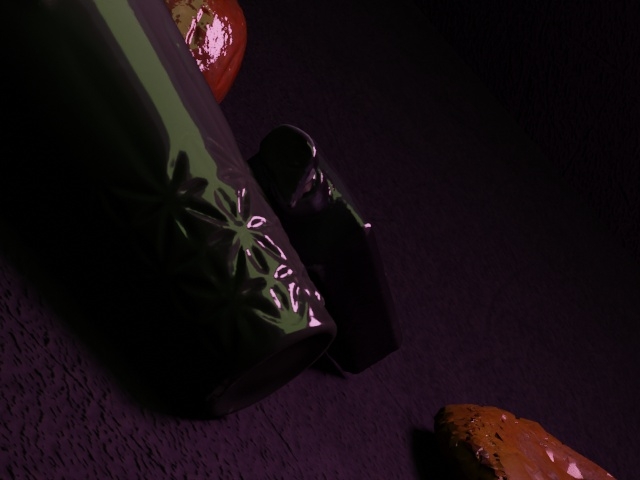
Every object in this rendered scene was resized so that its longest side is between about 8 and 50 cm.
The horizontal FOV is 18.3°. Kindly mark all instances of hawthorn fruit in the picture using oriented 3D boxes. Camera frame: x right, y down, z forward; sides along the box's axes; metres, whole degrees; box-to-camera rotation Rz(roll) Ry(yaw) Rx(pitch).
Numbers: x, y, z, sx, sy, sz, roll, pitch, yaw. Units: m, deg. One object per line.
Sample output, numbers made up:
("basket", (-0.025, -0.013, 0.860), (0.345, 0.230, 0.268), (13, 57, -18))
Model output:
("hawthorn fruit", (-0.127, -0.146, 1.522), (0.149, 0.149, 0.189), (40, 10, -22))

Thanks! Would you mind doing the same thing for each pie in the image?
("pie", (0.190, 0.227, 1.533), (0.273, 0.069, 0.273), (38, 17, -14))

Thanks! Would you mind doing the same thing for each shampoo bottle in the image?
("shampoo bottle", (0.000, -0.001, 1.403), (0.098, 0.071, 0.309), (57, -6, 23))

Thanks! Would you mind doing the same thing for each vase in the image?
("vase", (-0.110, -0.032, 1.282), (0.301, 0.156, 0.251), (55, -10, 16))
